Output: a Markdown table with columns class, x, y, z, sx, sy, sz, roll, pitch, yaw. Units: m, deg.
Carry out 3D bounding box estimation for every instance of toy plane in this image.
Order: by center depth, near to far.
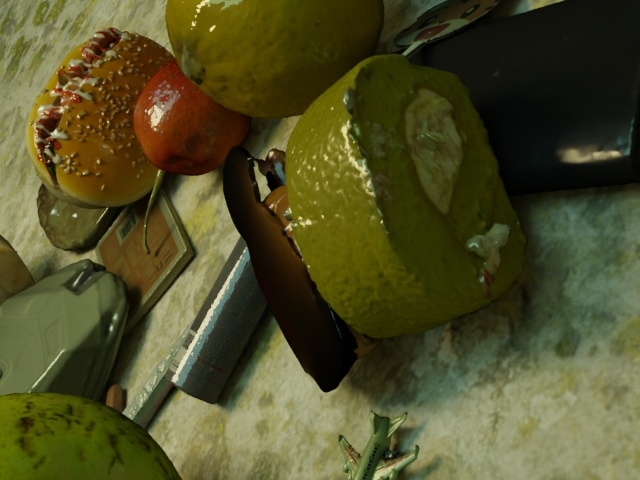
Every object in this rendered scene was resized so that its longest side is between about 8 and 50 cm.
| class | x | y | z | sx | sy | sz | roll | pitch | yaw |
| --- | --- | --- | --- | --- | --- | --- | --- | --- | --- |
| toy plane | 0.051 | 0.217 | 0.909 | 0.102 | 0.040 | 0.111 | -6 | 61 | 49 |

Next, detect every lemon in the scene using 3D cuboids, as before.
| class | x | y | z | sx | sy | sz | roll | pitch | yaw |
| --- | --- | --- | --- | --- | --- | --- | --- | --- | --- |
| lemon | -0.056 | -0.289 | 1.198 | 0.293 | 0.293 | 0.293 | -29 | 46 | 34 |

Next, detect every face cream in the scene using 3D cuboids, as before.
| class | x | y | z | sx | sy | sz | roll | pitch | yaw |
| --- | --- | --- | --- | --- | --- | --- | --- | --- | --- |
| face cream | -0.096 | 0.063 | 1.161 | 0.073 | 0.073 | 0.284 | 22 | 82 | 53 |

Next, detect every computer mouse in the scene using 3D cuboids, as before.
| class | x | y | z | sx | sy | sz | roll | pitch | yaw |
| --- | --- | --- | --- | --- | --- | --- | --- | --- | --- |
| computer mouse | -0.429 | 0.225 | 1.375 | 0.228 | 0.145 | 0.429 | 26 | 74 | 46 |

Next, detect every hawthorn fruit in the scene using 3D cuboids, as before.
| class | x | y | z | sx | sy | sz | roll | pitch | yaw |
| --- | --- | --- | --- | --- | --- | --- | --- | --- | --- |
| hawthorn fruit | -0.219 | -0.123 | 1.365 | 0.285 | 0.165 | 0.165 | -58 | 36 | 5 |

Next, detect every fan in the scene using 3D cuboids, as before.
| class | x | y | z | sx | sy | sz | roll | pitch | yaw |
| --- | --- | --- | --- | --- | --- | --- | --- | --- | --- |
| fan | 0.129 | -0.240 | 1.091 | 0.152 | 0.008 | 0.226 | -1 | 36 | 49 |

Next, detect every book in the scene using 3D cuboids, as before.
| class | x | y | z | sx | sy | sz | roll | pitch | yaw |
| --- | --- | --- | --- | --- | --- | --- | --- | --- | --- |
| book | -0.279 | 0.017 | 1.451 | 0.170 | 0.018 | 0.242 | -49 | 36 | 12 |

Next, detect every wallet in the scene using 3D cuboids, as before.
| class | x | y | z | sx | sy | sz | roll | pitch | yaw |
| --- | --- | --- | --- | --- | --- | --- | --- | --- | --- |
| wallet | 0.177 | -0.140 | 1.006 | 0.406 | 0.062 | 0.228 | -6 | 60 | 48 |

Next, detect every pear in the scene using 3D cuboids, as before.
| class | x | y | z | sx | sy | sz | roll | pitch | yaw |
| --- | --- | --- | --- | --- | --- | --- | --- | --- | --- |
| pear | -0.326 | 0.345 | 0.998 | 0.391 | 0.391 | 0.391 | -29 | 46 | 34 |

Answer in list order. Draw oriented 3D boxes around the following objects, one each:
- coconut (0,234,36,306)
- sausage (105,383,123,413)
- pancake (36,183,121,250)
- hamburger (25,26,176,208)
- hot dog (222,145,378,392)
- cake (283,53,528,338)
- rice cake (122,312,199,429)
| class | x | y | z | sx | sy | sz | roll | pitch | yaw |
| --- | --- | --- | --- | --- | --- | --- | --- | --- | --- |
| coconut | -0.624 | 0.118 | 1.539 | 0.352 | 0.352 | 0.353 | -29 | 46 | 34 |
| sausage | -0.285 | 0.250 | 1.286 | 0.026 | 0.026 | 0.116 | -34 | 42 | 29 |
| pancake | -0.401 | -0.108 | 1.657 | 0.294 | 0.049 | 0.295 | -25 | 48 | 32 |
| hamburger | -0.328 | -0.187 | 1.477 | 0.151 | 0.227 | 0.295 | -37 | 25 | 58 |
| hot dog | 0.000 | 0.005 | 1.023 | 0.194 | 0.107 | 0.326 | 108 | 143 | -55 |
| cake | 0.074 | -0.045 | 0.891 | 0.156 | 0.179 | 0.261 | -32 | 73 | 43 |
| rice cake | -0.205 | 0.181 | 1.237 | 0.208 | 0.033 | 0.033 | -54 | 47 | 4 |
